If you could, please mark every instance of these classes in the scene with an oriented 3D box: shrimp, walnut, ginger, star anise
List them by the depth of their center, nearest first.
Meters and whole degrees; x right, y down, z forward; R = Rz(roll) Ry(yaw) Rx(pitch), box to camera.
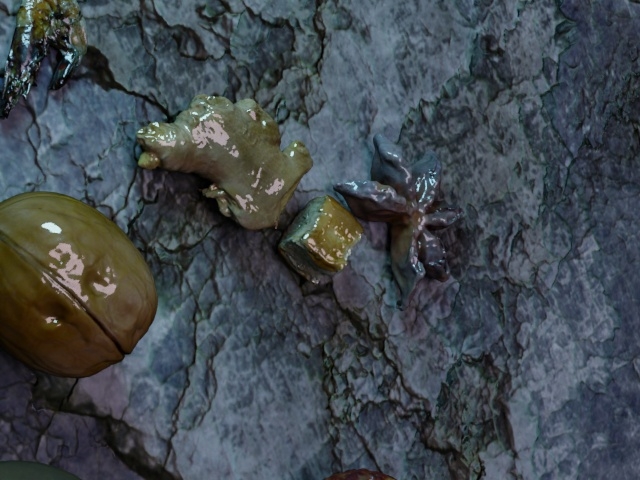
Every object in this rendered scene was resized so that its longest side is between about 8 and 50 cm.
[{"bbox_3d":[-0.260,0.045,1.595,0.207,0.167,0.167,47,60,-23],"label":"walnut"},{"bbox_3d":[-0.288,-0.193,1.673,0.091,0.034,0.161,30,67,-33],"label":"shrimp"},{"bbox_3d":[-0.106,-0.100,1.787,0.213,0.074,0.137,31,68,-26],"label":"ginger"},{"bbox_3d":[0.114,-0.038,1.959,0.172,0.063,0.208,-39,109,-36],"label":"star anise"}]

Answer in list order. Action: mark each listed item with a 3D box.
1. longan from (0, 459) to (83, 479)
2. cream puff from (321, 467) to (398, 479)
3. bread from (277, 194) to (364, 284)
[{"bbox_3d":[-0.291,0.306,1.530,0.212,0.198,0.198,30,67,-16],"label":"longan"},{"bbox_3d":[0.031,0.379,1.793,0.240,0.164,0.240,0,90,-53],"label":"cream puff"},{"bbox_3d":[-0.002,0.000,1.859,0.070,0.076,0.083,42,62,-15],"label":"bread"}]
